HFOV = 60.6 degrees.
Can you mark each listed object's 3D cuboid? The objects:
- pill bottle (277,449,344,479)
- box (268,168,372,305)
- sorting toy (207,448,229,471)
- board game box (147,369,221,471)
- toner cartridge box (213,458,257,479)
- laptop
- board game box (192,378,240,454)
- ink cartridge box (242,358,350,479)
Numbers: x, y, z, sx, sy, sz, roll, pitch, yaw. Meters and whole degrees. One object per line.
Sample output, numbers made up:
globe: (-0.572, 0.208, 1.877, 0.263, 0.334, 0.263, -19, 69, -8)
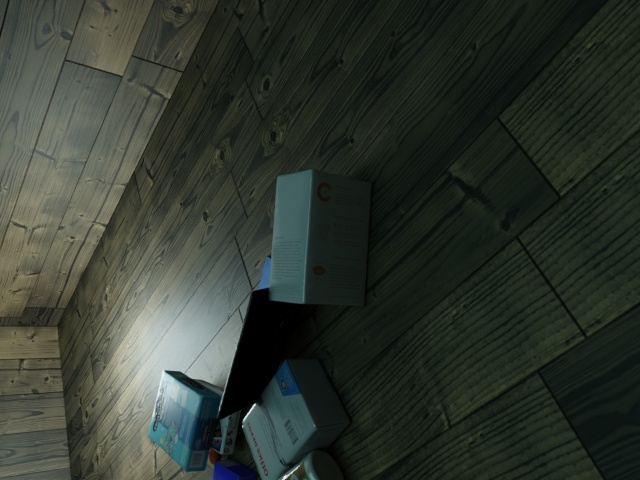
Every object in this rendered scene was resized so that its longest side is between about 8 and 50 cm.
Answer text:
pill bottle: (-0.057, 0.684, 1.479, 0.229, 0.131, 0.131, -45, 50, 17)
box: (0.000, 0.000, 1.497, 0.168, 0.215, 0.345, -2, 82, 51)
sorting toy: (-0.420, 0.716, 2.032, 0.307, 0.041, 0.229, 13, 94, 51)
board game box: (-0.493, 0.635, 1.968, 0.336, 0.079, 0.253, 8, 84, 52)
toner cartridge box: (-0.297, 0.929, 1.820, 0.165, 0.075, 0.347, -1, 84, 52)
laptop: (-0.227, 0.273, 1.686, 0.236, 0.408, 0.382, 20, 101, 25)
board game box: (-0.392, 0.622, 1.959, 0.305, 0.053, 0.193, 1, 78, 50)
ink cartridge box: (-0.080, 0.523, 1.576, 0.307, 0.129, 0.223, -57, 45, 29)
